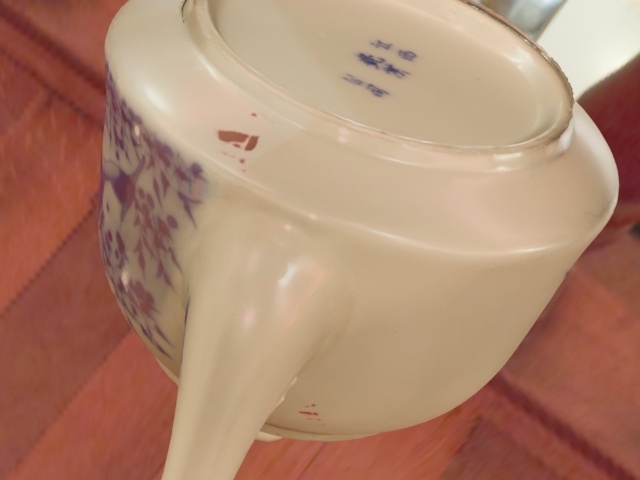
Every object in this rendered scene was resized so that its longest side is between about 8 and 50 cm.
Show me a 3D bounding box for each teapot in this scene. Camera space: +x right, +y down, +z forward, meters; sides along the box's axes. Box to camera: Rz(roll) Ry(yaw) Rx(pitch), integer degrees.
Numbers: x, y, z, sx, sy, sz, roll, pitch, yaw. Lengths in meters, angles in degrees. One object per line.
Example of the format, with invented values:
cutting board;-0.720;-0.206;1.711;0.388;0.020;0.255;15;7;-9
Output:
teapot;0.000;0.000;0.607;0.159;0.159;0.232;33;31;2
